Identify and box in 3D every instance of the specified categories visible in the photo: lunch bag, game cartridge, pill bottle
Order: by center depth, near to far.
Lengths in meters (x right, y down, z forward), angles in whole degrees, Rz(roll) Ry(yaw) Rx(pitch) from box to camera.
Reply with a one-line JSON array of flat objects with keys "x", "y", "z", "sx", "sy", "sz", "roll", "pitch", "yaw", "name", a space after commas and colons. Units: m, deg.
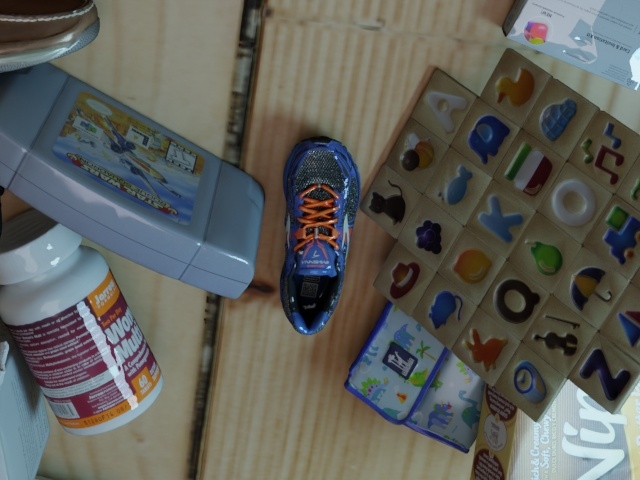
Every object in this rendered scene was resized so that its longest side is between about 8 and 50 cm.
[{"x": -0.189, "y": -0.061, "z": 1.257, "sx": 0.297, "sy": 0.198, "sz": 0.062, "roll": 29, "pitch": 111, "yaw": -14, "name": "game cartridge"}, {"x": -0.258, "y": 0.082, "z": 1.364, "sx": 0.121, "sy": 0.121, "sz": 0.221, "roll": -19, "pitch": 114, "yaw": 8, "name": "pill bottle"}, {"x": 0.118, "y": 0.134, "z": 1.408, "sx": 0.151, "sy": 0.096, "sz": 0.128, "roll": 26, "pitch": 105, "yaw": -6, "name": "lunch bag"}]

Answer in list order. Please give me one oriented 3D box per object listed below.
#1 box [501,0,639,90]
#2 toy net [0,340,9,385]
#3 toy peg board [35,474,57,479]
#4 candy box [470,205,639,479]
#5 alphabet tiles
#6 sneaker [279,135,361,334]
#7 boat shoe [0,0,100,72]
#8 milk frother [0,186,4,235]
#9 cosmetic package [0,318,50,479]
[{"x": 0.279, "y": -0.254, "z": 1.260, "sx": 0.145, "sy": 0.038, "sz": 0.186, "roll": 20, "pitch": 112, "yaw": -9, "name": "box"}, {"x": -0.383, "y": 0.084, "z": 1.314, "sx": 0.122, "sy": 0.232, "sz": 0.045, "roll": -35, "pitch": 137, "yaw": 1, "name": "toy net"}, {"x": -0.331, "y": 0.338, "z": 1.518, "sx": 0.161, "sy": 0.079, "sz": 0.160, "roll": 18, "pitch": 98, "yaw": -9, "name": "toy peg board"}, {"x": 0.270, "y": 0.120, "z": 1.341, "sx": 0.183, "sy": 0.087, "sz": 0.316, "roll": 5, "pitch": 100, "yaw": -19, "name": "candy box"}, {"x": 0.194, "y": -0.005, "z": 1.265, "sx": 0.342, "sy": 0.011, "sz": 0.285, "roll": 40, "pitch": 115, "yaw": 28, "name": "alphabet tiles"}, {"x": 0.000, "y": 0.000, "z": 1.347, "sx": 0.083, "sy": 0.087, "sz": 0.221, "roll": 0, "pitch": 115, "yaw": -1, "name": "sneaker"}, {"x": -0.370, "y": -0.222, "z": 1.226, "sx": 0.325, "sy": 0.123, "sz": 0.116, "roll": 0, "pitch": 113, "yaw": -2, "name": "boat shoe"}, {"x": -0.377, "y": -0.053, "z": 1.288, "sx": 0.135, "sy": 0.143, "sz": 0.129, "roll": -22, "pitch": 120, "yaw": 7, "name": "milk frother"}, {"x": -0.382, "y": 0.191, "z": 1.379, "sx": 0.151, "sy": 0.183, "sz": 0.151, "roll": -5, "pitch": 115, "yaw": 2, "name": "cosmetic package"}]
